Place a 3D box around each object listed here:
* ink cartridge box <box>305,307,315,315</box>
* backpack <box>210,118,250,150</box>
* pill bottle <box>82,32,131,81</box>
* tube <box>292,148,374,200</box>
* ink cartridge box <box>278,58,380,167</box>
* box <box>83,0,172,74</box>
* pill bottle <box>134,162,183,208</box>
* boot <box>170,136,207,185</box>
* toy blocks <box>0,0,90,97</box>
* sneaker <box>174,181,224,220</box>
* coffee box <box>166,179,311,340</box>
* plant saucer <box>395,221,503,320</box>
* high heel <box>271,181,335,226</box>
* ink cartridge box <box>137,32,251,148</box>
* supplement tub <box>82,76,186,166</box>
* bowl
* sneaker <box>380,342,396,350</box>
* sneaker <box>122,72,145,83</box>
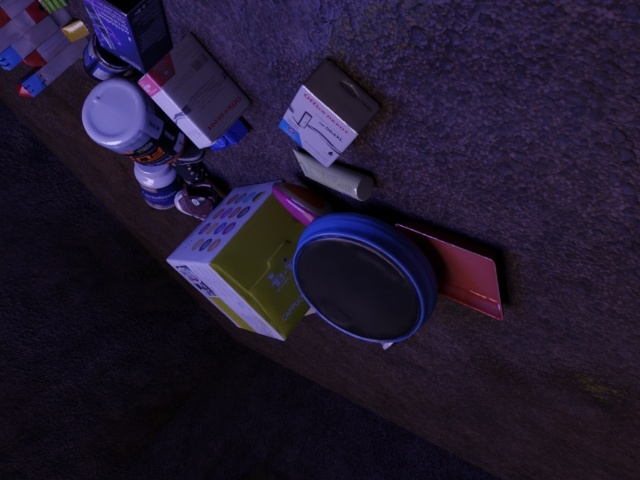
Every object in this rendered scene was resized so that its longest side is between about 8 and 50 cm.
[{"bbox_3d":[-0.038,0.177,1.991,0.208,0.206,0.045,-19,108,37],"label":"ink cartridge box"},{"bbox_3d":[-0.267,-0.292,1.648,0.098,0.101,0.120,54,159,-19],"label":"backpack"},{"bbox_3d":[-0.577,-0.502,1.688,0.123,0.122,0.219,48,158,-22],"label":"pill bottle"},{"bbox_3d":[0.025,-0.161,1.507,0.240,0.062,0.070,26,112,42],"label":"tube"},{"bbox_3d":[0.013,-0.256,1.280,0.148,0.086,0.203,40,160,-4],"label":"ink cartridge box"},{"bbox_3d":[-0.455,-0.524,1.466,0.153,0.108,0.207,33,158,12],"label":"box"},{"bbox_3d":[-0.575,-0.230,2.200,0.153,0.153,0.264,35,159,9],"label":"pill bottle"},{"bbox_3d":[-0.414,-0.250,2.010,0.237,0.085,0.178,12,154,42],"label":"boot"},{"bbox_3d":[-0.848,-0.592,1.754,0.191,0.261,0.381,20,152,41],"label":"toy blocks"},{"bbox_3d":[-0.342,-0.110,2.074,0.282,0.106,0.162,20,155,-18],"label":"sneaker"},{"bbox_3d":[-0.189,0.057,1.897,0.338,0.337,0.334,49,156,-23],"label":"coffee box"},{"bbox_3d":[0.320,0.062,1.484,0.259,0.047,0.259,23,155,34],"label":"plant saucer"},{"bbox_3d":[0.000,0.000,1.674,0.377,0.127,0.181,35,117,3],"label":"high heel"},{"bbox_3d":[-0.299,-0.353,1.487,0.218,0.158,0.092,47,156,-20],"label":"ink cartridge box"},{"bbox_3d":[-0.512,-0.322,1.763,0.194,0.193,0.316,34,-178,13],"label":"supplement tub"},{"bbox_3d":[0.102,0.107,1.583,0.391,0.077,0.391,19,135,20],"label":"bowl"},{"bbox_3d":[0.231,0.274,2.020,0.108,0.100,0.271,46,159,20],"label":"sneaker"},{"bbox_3d":[-0.524,-0.459,1.784,0.170,0.089,0.051,-4,116,12],"label":"sneaker"}]
